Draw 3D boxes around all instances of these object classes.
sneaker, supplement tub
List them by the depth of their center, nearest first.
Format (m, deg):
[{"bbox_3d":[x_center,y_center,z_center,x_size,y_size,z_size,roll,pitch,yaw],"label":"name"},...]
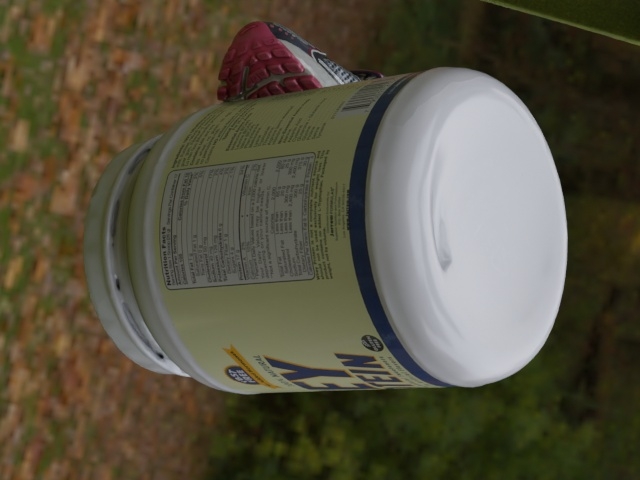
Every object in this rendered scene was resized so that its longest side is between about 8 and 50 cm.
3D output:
[{"bbox_3d":[0.000,0.000,1.335,0.235,0.325,0.235,10,78,-51],"label":"supplement tub"},{"bbox_3d":[0.014,-0.112,1.519,0.299,0.121,0.112,37,55,-50],"label":"sneaker"}]

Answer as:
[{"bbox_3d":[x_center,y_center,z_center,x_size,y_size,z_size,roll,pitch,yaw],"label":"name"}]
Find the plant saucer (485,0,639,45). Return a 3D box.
[{"bbox_3d":[0.208,-0.263,1.437,0.045,0.188,0.188,-59,157,-31],"label":"plant saucer"}]
